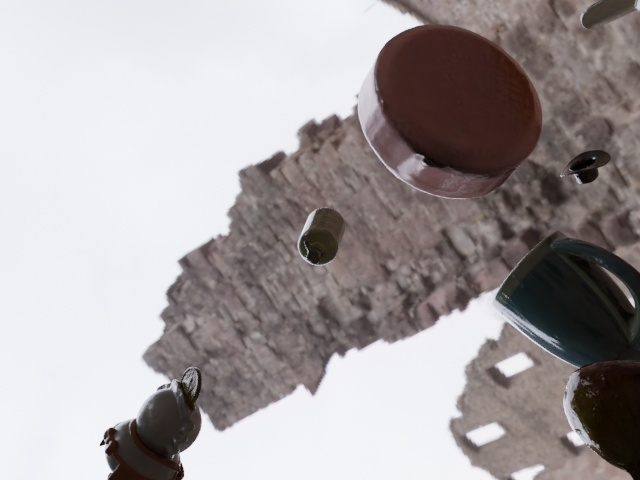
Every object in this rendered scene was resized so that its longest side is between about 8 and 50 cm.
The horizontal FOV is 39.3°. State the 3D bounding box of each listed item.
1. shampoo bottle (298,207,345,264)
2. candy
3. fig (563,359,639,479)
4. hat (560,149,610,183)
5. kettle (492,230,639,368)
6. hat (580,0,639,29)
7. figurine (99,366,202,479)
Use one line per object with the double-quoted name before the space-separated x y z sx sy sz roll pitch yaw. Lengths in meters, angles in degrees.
"shampoo bottle" 0.000 0.000 1.727 0.079 0.079 0.162 48 -156 -14
"candy" 0.170 -0.169 1.191 0.255 0.094 0.255 8 -120 -15
"fig" 0.528 0.353 1.560 0.191 0.191 0.290 6 -103 -48
"hat" 0.615 -0.163 2.071 0.050 0.121 0.121 63 -148 -19
"kettle" 0.619 0.152 2.079 0.247 0.319 0.342 -29 -119 -36
"hat" 0.482 -0.328 1.276 0.166 0.173 0.144 -34 -104 -36
"figurine" -0.262 0.305 1.379 0.143 0.271 0.143 19 -156 -9
